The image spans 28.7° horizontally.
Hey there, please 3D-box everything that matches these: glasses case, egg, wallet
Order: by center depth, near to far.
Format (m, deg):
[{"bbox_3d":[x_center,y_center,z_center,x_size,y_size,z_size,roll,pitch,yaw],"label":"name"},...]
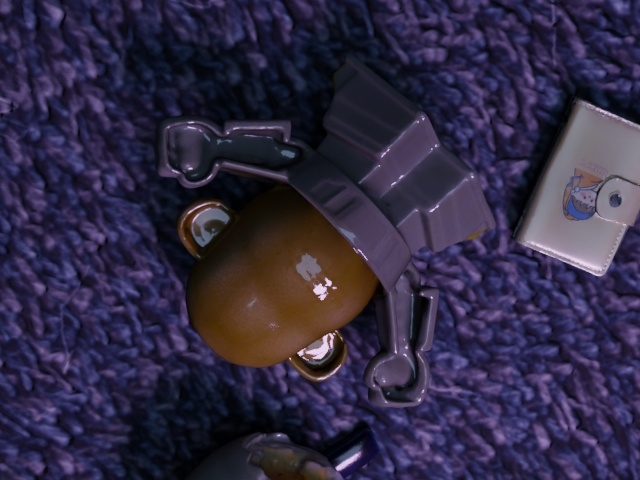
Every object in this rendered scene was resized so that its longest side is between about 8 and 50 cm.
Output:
[{"bbox_3d":[-0.071,0.302,1.198,0.183,0.183,0.217,28,106,-11],"label":"egg"},{"bbox_3d":[0.267,-0.053,1.243,0.110,0.039,0.155,22,97,-7],"label":"wallet"},{"bbox_3d":[0.022,0.225,1.273,0.083,0.023,0.033,-32,101,0],"label":"glasses case"}]

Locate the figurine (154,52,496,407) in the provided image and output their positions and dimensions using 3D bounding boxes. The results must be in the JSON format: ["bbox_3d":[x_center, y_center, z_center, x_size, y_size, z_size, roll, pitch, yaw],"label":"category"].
[{"bbox_3d":[-0.001,-0.001,1.157,0.342,0.167,0.285,44,84,8],"label":"figurine"}]
